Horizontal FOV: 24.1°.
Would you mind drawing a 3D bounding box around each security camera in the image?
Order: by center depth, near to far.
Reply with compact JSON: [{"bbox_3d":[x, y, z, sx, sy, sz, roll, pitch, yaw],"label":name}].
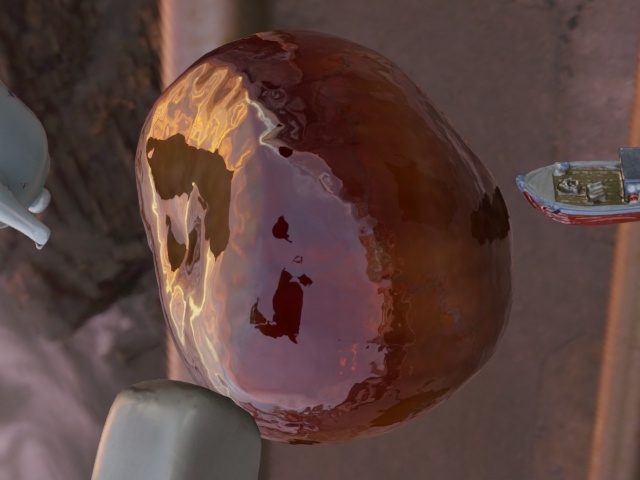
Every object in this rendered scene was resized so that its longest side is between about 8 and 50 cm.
[{"bbox_3d":[-0.112,0.244,1.004,0.080,0.157,0.301,2,73,22],"label":"security camera"}]

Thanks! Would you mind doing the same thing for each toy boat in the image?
[{"bbox_3d":[0.281,-0.056,1.489,0.173,0.069,0.058,-3,137,7],"label":"toy boat"}]

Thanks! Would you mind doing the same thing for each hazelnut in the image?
[{"bbox_3d":[0.000,0.000,1.424,0.359,0.359,0.409,-55,35,41],"label":"hazelnut"}]

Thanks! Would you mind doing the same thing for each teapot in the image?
[{"bbox_3d":[-0.320,-0.072,1.433,0.232,0.159,0.159,-124,34,-56],"label":"teapot"}]
